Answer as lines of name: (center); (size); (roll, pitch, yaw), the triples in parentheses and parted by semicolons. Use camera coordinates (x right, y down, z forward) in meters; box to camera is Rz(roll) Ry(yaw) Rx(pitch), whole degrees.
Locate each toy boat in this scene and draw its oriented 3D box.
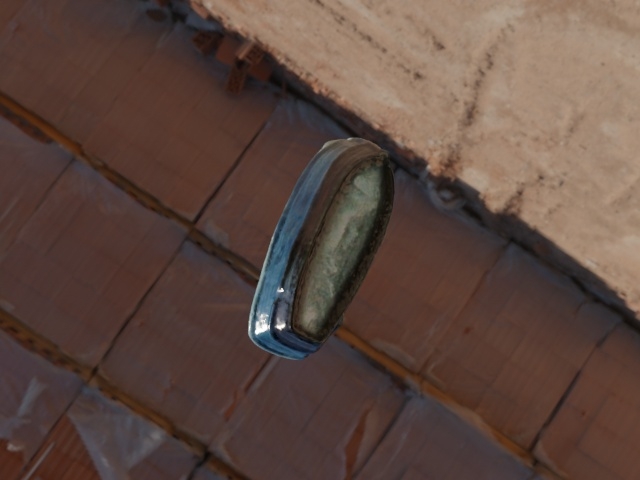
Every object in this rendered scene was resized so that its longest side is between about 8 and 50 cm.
toy boat: (0.000, 0.000, 0.425); (0.060, 0.137, 0.061); (28, 165, -27)
